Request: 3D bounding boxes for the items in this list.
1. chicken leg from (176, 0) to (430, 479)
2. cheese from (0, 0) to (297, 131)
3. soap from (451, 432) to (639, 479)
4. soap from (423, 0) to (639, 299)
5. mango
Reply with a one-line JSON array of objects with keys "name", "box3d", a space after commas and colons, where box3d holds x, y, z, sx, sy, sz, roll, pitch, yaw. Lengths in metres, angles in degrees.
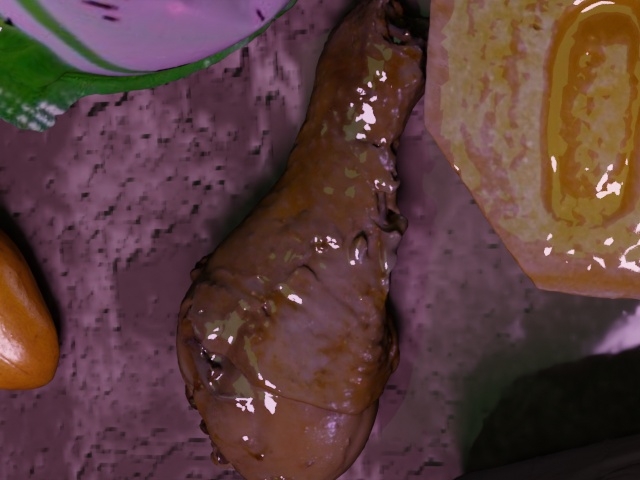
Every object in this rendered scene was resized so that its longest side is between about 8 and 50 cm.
[{"name": "chicken leg", "box3d": [-0.001, 0.000, 0.626, 0.085, 0.069, 0.198, 19, 96, 10]}, {"name": "cheese", "box3d": [-0.028, -0.178, 0.556, 0.083, 0.204, 0.320, 39, 94, 40]}, {"name": "soap", "box3d": [0.175, 0.106, 0.536, 0.289, 0.173, 0.095, -16, 94, 18]}, {"name": "soap", "box3d": [0.154, -0.047, 0.570, 0.232, 0.073, 0.140, 6, 96, 15]}, {"name": "mango", "box3d": [-0.142, 0.026, 0.678, 0.089, 0.046, 0.060, 44, 107, 0]}]
